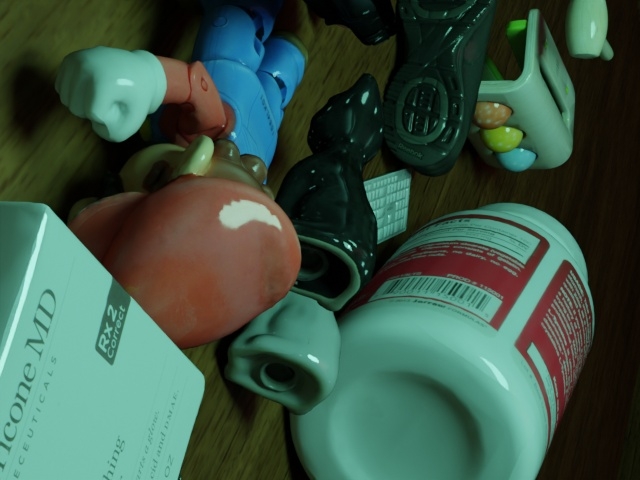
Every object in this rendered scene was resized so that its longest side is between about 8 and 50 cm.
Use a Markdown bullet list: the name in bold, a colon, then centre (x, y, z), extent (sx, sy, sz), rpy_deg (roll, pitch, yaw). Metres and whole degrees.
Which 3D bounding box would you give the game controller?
- **game controller**: centre (-0.001, -0.225, 0.994), extent (0.166, 0.067, 0.319), rpy_deg (63, 6, -2)

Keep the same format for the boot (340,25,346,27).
- **boot**: centre (0.054, -0.265, 1.271), extent (0.244, 0.088, 0.176), rpy_deg (24, 70, -59)

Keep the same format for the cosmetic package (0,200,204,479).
- **cosmetic package**: centre (-0.169, 0.089, 0.628), extent (0.183, 0.152, 0.151), rpy_deg (58, 38, -55)

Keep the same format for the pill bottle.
- **pill bottle**: centre (0.143, 0.105, 1.338), extent (0.408, 0.229, 0.229), rpy_deg (-43, 132, -61)

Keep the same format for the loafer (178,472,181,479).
- **loafer**: centre (-0.111, 0.192, 0.897), extent (0.062, 0.061, 0.170), rpy_deg (6, 84, -43)

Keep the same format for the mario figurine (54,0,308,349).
- **mario figurine**: centre (-0.103, -0.060, 0.889), extent (0.198, 0.170, 0.320), rpy_deg (37, 37, -22)

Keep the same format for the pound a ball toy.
- **pound a ball toy**: centre (0.256, -0.178, 1.631), extent (0.319, 0.208, 0.135), rpy_deg (39, 56, -65)

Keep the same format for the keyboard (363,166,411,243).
- **keyboard**: centre (0.050, -0.027, 1.380), extent (0.256, 0.014, 0.072), rpy_deg (-22, 113, -67)

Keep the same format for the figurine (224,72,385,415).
- **figurine**: centre (0.000, 0.000, 1.096), extent (0.209, 0.092, 0.214), rpy_deg (-72, 178, -45)

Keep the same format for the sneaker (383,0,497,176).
- **sneaker**: centre (0.135, -0.204, 1.486), extent (0.130, 0.109, 0.286), rpy_deg (49, 57, -70)
